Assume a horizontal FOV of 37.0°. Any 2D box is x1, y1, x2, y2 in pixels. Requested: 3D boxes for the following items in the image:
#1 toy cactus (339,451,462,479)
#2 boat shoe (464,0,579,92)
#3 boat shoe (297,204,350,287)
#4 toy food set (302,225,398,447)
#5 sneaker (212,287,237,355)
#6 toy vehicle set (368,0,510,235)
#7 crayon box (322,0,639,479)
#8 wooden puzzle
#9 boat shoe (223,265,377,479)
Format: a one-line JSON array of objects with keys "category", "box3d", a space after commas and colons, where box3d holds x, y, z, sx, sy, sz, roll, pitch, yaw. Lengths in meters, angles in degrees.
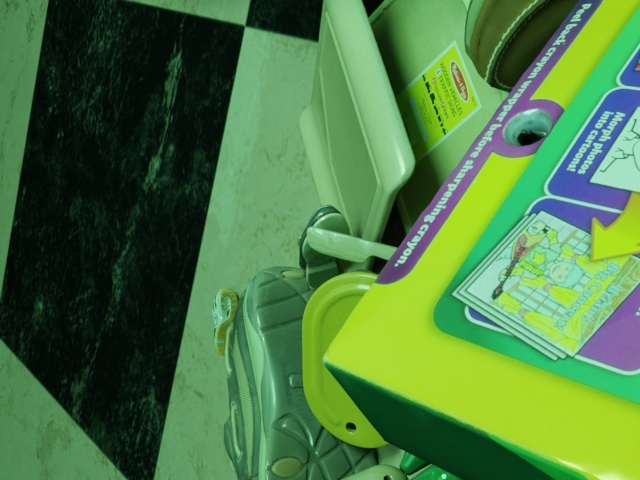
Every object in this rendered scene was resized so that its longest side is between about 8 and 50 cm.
[{"category": "toy cactus", "box3d": [0.081, 0.206, 0.805, 0.180, 0.112, 0.219, -20, 44, 32]}, {"category": "boat shoe", "box3d": [0.233, -0.223, 0.698, 0.324, 0.122, 0.120, -51, 53, 37]}, {"category": "boat shoe", "box3d": [0.000, 0.000, 0.971, 0.137, 0.049, 0.043, 95, 162, -60]}, {"category": "toy food set", "box3d": [0.053, 0.090, 0.933, 0.128, 0.071, 0.218, 7, 108, 20]}, {"category": "sneaker", "box3d": [-0.119, 0.101, 1.191, 0.037, 0.032, 0.083, 169, 107, -65]}, {"category": "toy vehicle set", "box3d": [0.116, -0.126, 0.900, 0.166, 0.035, 0.267, -40, 57, 44]}, {"category": "crayon box", "box3d": [0.228, -0.005, 0.507, 0.313, 0.106, 0.363, 18, 63, 43]}, {"category": "wooden puzzle", "box3d": [0.035, -0.101, 0.948, 0.239, 0.044, 0.221, 110, 147, -63]}, {"category": "boat shoe", "box3d": [-0.029, 0.207, 1.005, 0.130, 0.132, 0.355, -42, 46, 53]}]
